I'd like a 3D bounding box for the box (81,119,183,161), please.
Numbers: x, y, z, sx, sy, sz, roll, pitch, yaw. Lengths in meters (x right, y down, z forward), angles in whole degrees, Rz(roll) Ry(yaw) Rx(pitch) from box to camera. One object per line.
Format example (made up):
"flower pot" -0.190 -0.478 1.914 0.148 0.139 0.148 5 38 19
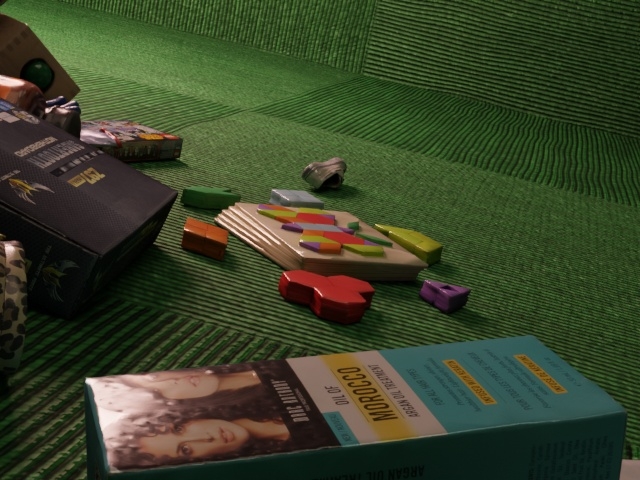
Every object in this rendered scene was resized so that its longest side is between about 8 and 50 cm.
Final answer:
"box" -0.242 -0.118 1.274 0.094 0.027 0.137 21 17 29

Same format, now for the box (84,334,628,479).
"box" 0.014 0.100 0.522 0.244 0.060 0.100 -4 18 -17

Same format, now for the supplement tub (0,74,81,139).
"supplement tub" -0.332 -0.110 1.020 0.197 0.106 0.106 13 15 3

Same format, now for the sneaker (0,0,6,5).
"sneaker" -0.429 -0.255 1.236 0.131 0.319 0.112 39 -15 37

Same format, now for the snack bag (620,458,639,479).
"snack bag" 0.232 0.188 0.510 0.342 0.037 0.323 10 15 -11

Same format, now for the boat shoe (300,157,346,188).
"boat shoe" 0.012 -0.079 1.338 0.035 0.035 0.100 46 20 13

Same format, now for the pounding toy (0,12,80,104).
"pounding toy" -0.377 -0.201 1.300 0.141 0.100 0.130 28 -19 46

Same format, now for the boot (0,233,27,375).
"boot" -0.280 0.006 0.659 0.178 0.085 0.236 7 27 -25

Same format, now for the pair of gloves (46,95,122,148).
"pair of gloves" -0.318 -0.121 1.173 0.159 0.023 0.198 -9 29 -34

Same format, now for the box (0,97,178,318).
"box" -0.226 -0.036 0.842 0.183 0.059 0.233 29 16 0

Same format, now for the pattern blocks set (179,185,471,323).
"pattern blocks set" 0.000 0.000 1.037 0.285 0.026 0.324 -2 20 -43
